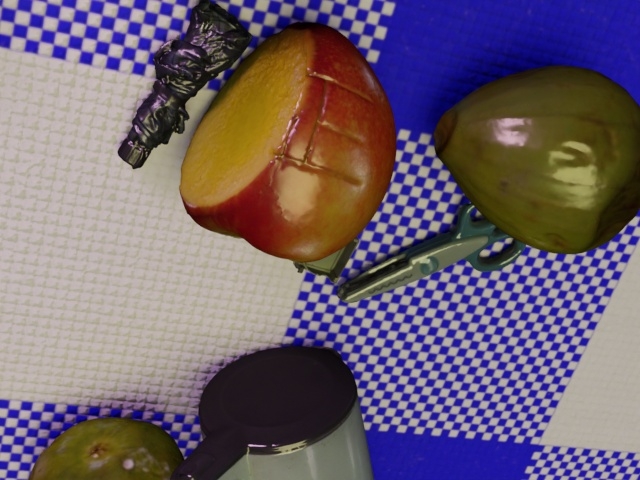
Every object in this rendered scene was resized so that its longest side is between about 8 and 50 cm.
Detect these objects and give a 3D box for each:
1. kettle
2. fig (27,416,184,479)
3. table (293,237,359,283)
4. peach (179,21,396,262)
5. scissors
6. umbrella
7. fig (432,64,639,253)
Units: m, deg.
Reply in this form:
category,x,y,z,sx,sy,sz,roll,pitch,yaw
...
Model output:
category,x,y,z,sx,sy,sz,roll,pitch,yaw
kettle,-0.070,0.386,1.411,0.361,0.250,0.377,-35,129,-39
fig,-0.302,0.389,1.397,0.233,0.233,0.314,10,122,-21
table,0.000,0.000,1.333,0.062,0.083,0.079,17,115,-25
peach,-0.025,-0.116,1.184,0.245,0.248,0.275,11,104,-58
scissors,0.157,0.023,1.417,0.289,0.041,0.138,-22,131,-3
umbrella,-0.175,-0.179,1.191,0.080,0.071,0.224,38,111,-2
fig,0.275,-0.105,1.271,0.271,0.239,0.239,9,118,0
